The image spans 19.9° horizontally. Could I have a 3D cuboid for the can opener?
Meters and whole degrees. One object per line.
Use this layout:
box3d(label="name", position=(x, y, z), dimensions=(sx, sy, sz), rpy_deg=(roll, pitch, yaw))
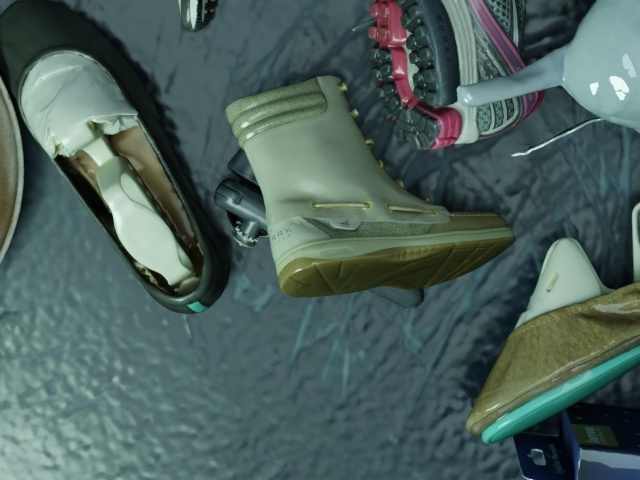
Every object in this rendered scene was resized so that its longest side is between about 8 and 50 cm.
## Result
box3d(label="can opener", position=(0.000, 0.000, 1.417), dimensions=(0.186, 0.059, 0.073), rpy_deg=(34, 98, -3))

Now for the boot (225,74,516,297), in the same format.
box3d(label="boot", position=(0.040, -0.046, 1.391), dimensions=(0.213, 0.077, 0.165), rpy_deg=(-5, 63, -33))

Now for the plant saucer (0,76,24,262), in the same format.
box3d(label="plant saucer", position=(-0.382, -0.061, 1.426), dimensions=(0.310, 0.050, 0.310), rpy_deg=(0, 99, 3))

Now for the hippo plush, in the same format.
box3d(label="hippo plush", position=(0.277, -0.188, 1.322), dimensions=(0.294, 0.234, 0.236), rpy_deg=(-8, 68, 25))

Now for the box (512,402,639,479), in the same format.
box3d(label="box", position=(0.263, 0.164, 1.393), dimensions=(0.225, 0.136, 0.036), rpy_deg=(6, 100, 1))

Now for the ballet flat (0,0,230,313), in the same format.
box3d(label="ballet flat", position=(-0.158, -0.066, 1.393), dimensions=(0.095, 0.096, 0.280), rpy_deg=(-35, 96, 7))

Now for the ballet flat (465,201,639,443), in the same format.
box3d(label="ballet flat", position=(0.251, 0.036, 1.398), dimensions=(0.342, 0.116, 0.124), rpy_deg=(-25, 77, 5))

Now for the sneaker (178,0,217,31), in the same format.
box3d(label="sneaker", position=(-0.105, -0.215, 1.403), dimensions=(0.044, 0.040, 0.109), rpy_deg=(-1, 95, 19))

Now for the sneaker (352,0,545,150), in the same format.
box3d(label="sneaker", position=(0.088, -0.222, 1.365), dimensions=(0.112, 0.121, 0.299), rpy_deg=(-13, 98, -26))
